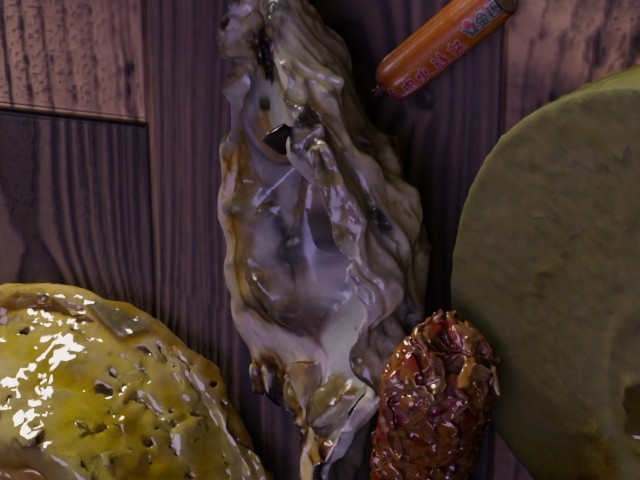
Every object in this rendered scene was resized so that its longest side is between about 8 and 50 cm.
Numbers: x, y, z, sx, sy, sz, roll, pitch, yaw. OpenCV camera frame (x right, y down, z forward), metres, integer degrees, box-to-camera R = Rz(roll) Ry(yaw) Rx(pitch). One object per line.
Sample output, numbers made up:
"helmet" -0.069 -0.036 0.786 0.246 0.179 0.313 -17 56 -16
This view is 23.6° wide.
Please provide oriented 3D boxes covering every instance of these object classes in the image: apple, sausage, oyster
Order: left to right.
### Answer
"oyster" 0.004 0.000 0.940 0.201 0.107 0.354 -141 44 -64
"sausage" 0.070 -0.117 0.915 0.107 0.031 0.031 -38 88 30
"apple" 0.214 0.089 0.756 0.312 0.320 0.360 17 161 -15

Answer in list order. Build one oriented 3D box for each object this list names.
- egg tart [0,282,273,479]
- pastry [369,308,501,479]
"egg tart" -0.190 0.203 1.093 0.345 0.132 0.345 7 109 22
"pastry" 0.065 0.113 0.872 0.063 0.087 0.169 34 147 24
